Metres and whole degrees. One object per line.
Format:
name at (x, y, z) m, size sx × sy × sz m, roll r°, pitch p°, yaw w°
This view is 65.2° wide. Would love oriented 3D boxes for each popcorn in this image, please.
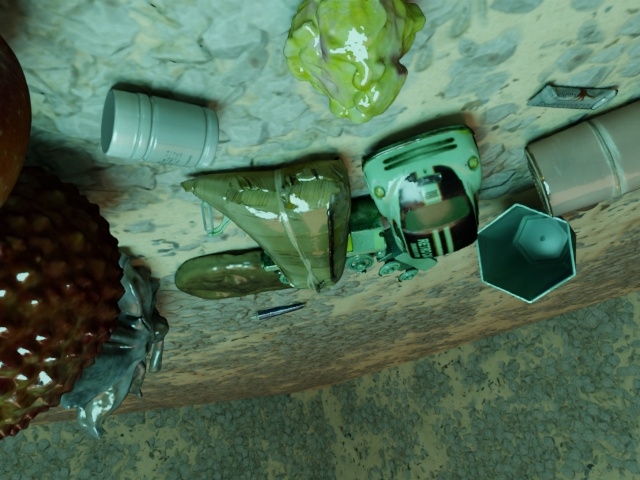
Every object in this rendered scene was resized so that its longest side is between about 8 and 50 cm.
popcorn at (0.023, -0.151, 0.383) m, size 0.096 × 0.089 × 0.109 m, roll 19°, pitch 157°, yaw 20°

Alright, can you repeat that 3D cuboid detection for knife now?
knife at (-0.076, -0.044, 0.676) m, size 0.166 × 0.023 × 0.078 m, roll -8°, pitch 145°, yaw -12°

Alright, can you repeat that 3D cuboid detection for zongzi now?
zongzi at (-0.061, -0.014, 0.632) m, size 0.197 × 0.099 × 0.194 m, roll -4°, pitch 132°, yaw -2°

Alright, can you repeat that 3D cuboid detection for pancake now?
pancake at (-0.143, 0.077, 0.906) m, size 0.241 × 0.050 × 0.242 m, roll -6°, pitch 161°, yaw -2°

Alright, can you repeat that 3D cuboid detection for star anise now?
star anise at (-0.337, 0.164, 0.806) m, size 0.139 × 0.316 × 0.360 m, roll 15°, pitch 118°, yaw 7°

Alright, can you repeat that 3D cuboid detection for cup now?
cup at (0.352, 0.004, 0.832) m, size 0.134 × 0.148 × 0.235 m, roll -5°, pitch -175°, yaw 30°

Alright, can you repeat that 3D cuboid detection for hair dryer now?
hair dryer at (0.417, -0.096, 0.745) m, size 0.189 × 0.107 × 0.344 m, roll -22°, pitch 166°, yaw 19°

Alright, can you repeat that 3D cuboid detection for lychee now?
lychee at (-0.315, 0.049, 0.459) m, size 0.264 × 0.264 × 0.300 m, roll -13°, pitch 161°, yaw 2°

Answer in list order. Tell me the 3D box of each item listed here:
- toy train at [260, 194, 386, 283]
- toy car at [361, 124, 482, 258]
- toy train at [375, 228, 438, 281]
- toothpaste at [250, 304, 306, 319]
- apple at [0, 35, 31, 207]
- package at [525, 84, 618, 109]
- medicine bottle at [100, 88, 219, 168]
toy train at (0.000, 0.001, 0.766) m, size 0.200 × 0.083 × 0.132 m, roll -12°, pitch 148°, yaw 1°
toy car at (0.152, -0.038, 0.677) m, size 0.136 × 0.125 × 0.306 m, roll -17°, pitch 157°, yaw 11°
toy train at (0.155, 0.023, 0.916) m, size 0.099 × 0.070 × 0.172 m, roll -33°, pitch 153°, yaw 22°
toothpaste at (-0.102, 0.173, 1.217) m, size 0.139 × 0.021 × 0.037 m, roll -12°, pitch 166°, yaw -5°
apple at (-0.277, -0.065, 0.277) m, size 0.201 × 0.201 × 0.162 m, roll 4°, pitch 140°, yaw -35°
package at (0.291, -0.164, 0.578) m, size 0.110 × 0.015 × 0.037 m, roll -5°, pitch 157°, yaw -21°
medicine bottle at (-0.144, -0.099, 0.451) m, size 0.091 × 0.058 × 0.058 m, roll 4°, pitch 154°, yaw -34°
